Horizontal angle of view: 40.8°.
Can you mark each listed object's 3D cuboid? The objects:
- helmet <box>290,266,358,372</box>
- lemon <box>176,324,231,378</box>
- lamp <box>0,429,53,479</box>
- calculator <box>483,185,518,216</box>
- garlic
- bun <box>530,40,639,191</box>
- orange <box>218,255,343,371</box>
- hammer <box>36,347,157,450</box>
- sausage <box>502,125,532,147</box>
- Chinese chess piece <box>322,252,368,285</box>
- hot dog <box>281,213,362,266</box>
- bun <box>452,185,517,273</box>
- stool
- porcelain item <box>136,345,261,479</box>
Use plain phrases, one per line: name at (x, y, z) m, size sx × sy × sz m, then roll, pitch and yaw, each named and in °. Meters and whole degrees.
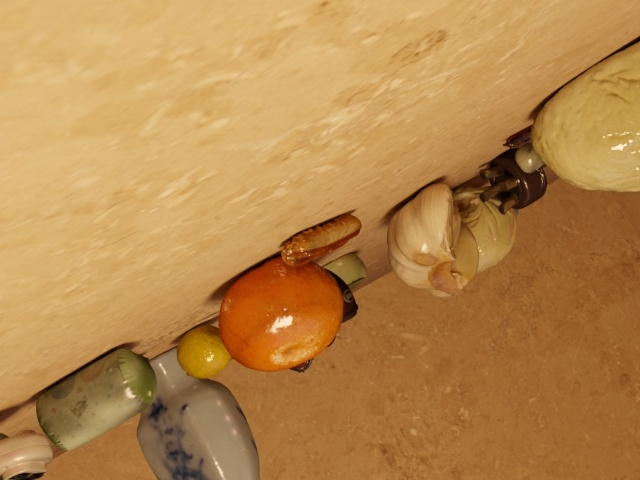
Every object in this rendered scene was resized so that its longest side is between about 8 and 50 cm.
helmet at (-0.034, 0.145, 1.689) m, size 0.215 × 0.193 × 0.189 m, roll -20°, pitch -178°, yaw 20°
lemon at (-0.241, 0.231, 1.800) m, size 0.133 × 0.109 × 0.109 m, roll -43°, pitch 170°, yaw 11°
lamp at (-0.567, 0.371, 1.435) m, size 0.246 × 0.108 × 0.179 m, roll -22°, pitch 163°, yaw 8°
calculator at (0.402, -0.059, 2.164) m, size 0.188 × 0.042 × 0.303 m, roll -28°, pitch -162°, yaw 11°
garlic at (0.221, -0.004, 1.771) m, size 0.184 × 0.203 × 0.281 m, roll -8°, pitch 145°, yaw 27°
bun at (0.556, -0.207, 1.507) m, size 0.352 × 0.227 × 0.349 m, roll -23°, pitch 172°, yaw -33°
orange at (-0.072, 0.123, 1.494) m, size 0.224 × 0.170 × 0.224 m, roll -18°, pitch 144°, yaw -14°
hammer at (-0.376, 0.269, 1.591) m, size 0.206 × 0.119 × 0.335 m, roll -29°, pitch 179°, yaw 5°
sausage at (0.441, -0.226, 1.707) m, size 0.198 × 0.025 × 0.028 m, roll -27°, pitch 169°, yaw -19°
Chinese chess piece at (0.025, 0.104, 2.104) m, size 0.188 × 0.083 × 0.188 m, roll -31°, pitch 170°, yaw -6°
hot dog at (0.000, 0.000, 1.432) m, size 0.165 × 0.045 × 0.071 m, roll -23°, pitch 171°, yaw -43°
bun at (0.324, -0.034, 1.986) m, size 0.243 × 0.153 × 0.244 m, roll -19°, pitch -146°, yaw 13°
stool at (0.425, -0.142, 1.852) m, size 0.121 × 0.125 × 0.217 m, roll -25°, pitch 162°, yaw -26°
porcelain item at (-0.278, 0.450, 1.960) m, size 0.242 × 0.405 × 0.178 m, roll -35°, pitch 172°, yaw 29°
